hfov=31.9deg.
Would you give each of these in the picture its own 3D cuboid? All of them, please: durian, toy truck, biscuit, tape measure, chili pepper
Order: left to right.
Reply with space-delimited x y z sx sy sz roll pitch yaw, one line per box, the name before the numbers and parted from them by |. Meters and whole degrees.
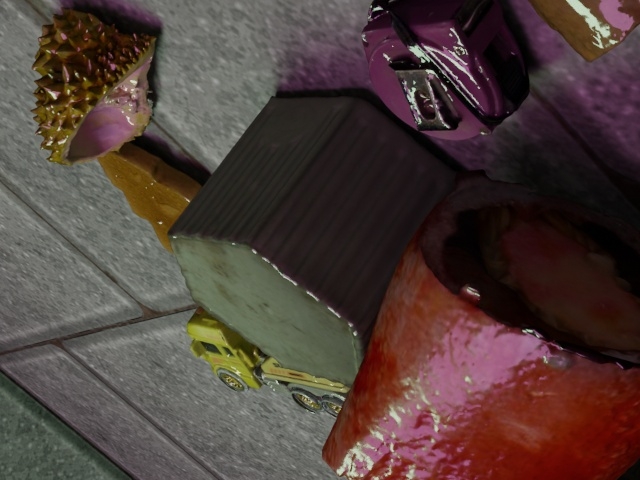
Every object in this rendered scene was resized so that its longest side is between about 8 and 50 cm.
durian | -0.235 -0.153 1.167 0.132 0.165 0.182 7 -170 -13
biscuit | -0.178 -0.047 1.342 0.239 0.041 0.212 45 158 -20
toy truck | -0.040 0.112 1.348 0.272 0.124 0.157 8 143 42
tape measure | 0.091 -0.136 0.844 0.118 0.074 0.125 2 137 49
chili pepper | 0.147 0.131 0.918 0.251 0.305 0.229 10 -149 -29

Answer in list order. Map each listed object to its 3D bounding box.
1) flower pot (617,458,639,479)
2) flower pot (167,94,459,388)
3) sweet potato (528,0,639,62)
flower pot | 0.352 0.267 1.169 0.157 0.107 0.157 28 153 15
flower pot | 0.000 0.000 1.045 0.239 0.190 0.209 6 143 45
sweet potato | 0.089 -0.244 0.621 0.336 0.131 0.131 41 153 -14
